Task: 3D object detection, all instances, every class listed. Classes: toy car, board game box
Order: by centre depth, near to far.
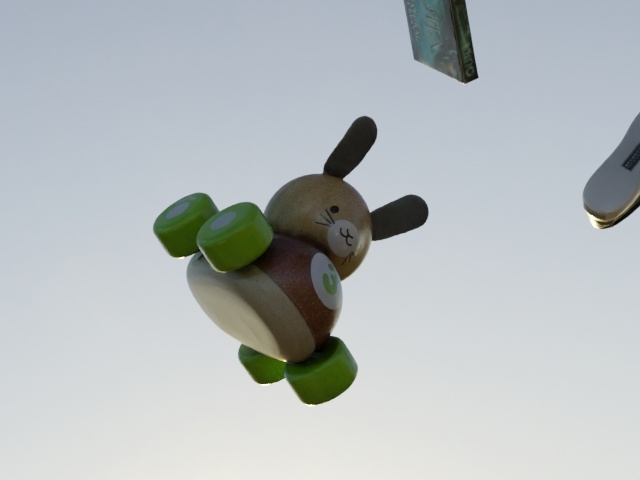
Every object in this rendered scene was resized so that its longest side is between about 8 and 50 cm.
[{"bbox_3d":[0.000,0.000,1.107,0.188,0.155,0.149,-41,25,-20],"label":"toy car"},{"bbox_3d":[0.149,-0.306,1.914,0.026,0.126,0.186,-25,-59,-19],"label":"board game box"}]

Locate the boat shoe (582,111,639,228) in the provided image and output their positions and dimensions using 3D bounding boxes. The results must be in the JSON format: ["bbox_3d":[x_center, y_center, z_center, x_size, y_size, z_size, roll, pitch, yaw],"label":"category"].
[{"bbox_3d":[0.414,-0.101,1.846,0.228,0.080,0.076,-49,-23,-13],"label":"boat shoe"}]
